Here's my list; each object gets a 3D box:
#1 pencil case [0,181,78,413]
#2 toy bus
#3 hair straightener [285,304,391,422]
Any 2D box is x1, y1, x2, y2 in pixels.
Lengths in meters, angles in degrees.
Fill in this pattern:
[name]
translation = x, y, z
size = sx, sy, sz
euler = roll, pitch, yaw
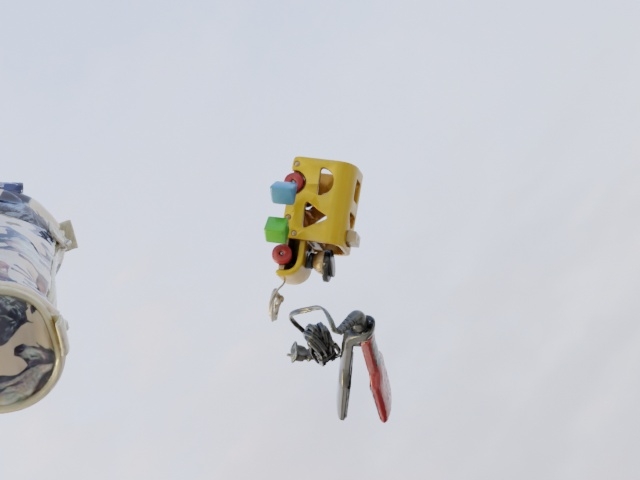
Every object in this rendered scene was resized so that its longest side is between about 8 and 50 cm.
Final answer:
[pencil case]
translation = -0.374, 0.059, 1.871
size = 0.184, 0.410, 0.159
euler = -22, -69, -3
[toy bus]
translation = 0.001, -0.013, 2.170
size = 0.191, 0.104, 0.202
euler = -65, -22, -53
[hair straightener]
translation = 0.011, 0.110, 1.427
size = 0.230, 0.089, 0.047
euler = 72, -159, -67
